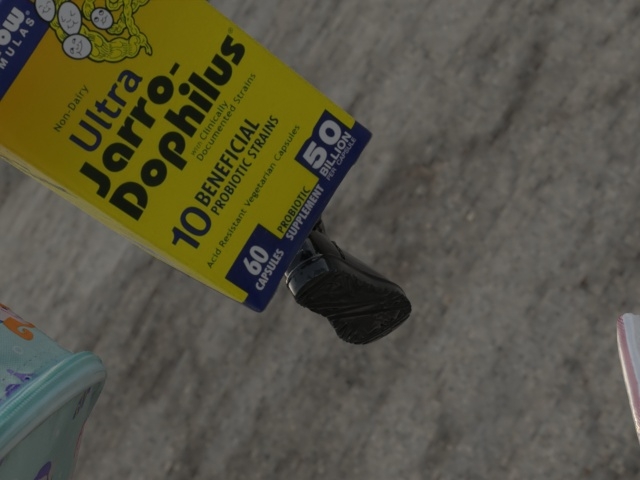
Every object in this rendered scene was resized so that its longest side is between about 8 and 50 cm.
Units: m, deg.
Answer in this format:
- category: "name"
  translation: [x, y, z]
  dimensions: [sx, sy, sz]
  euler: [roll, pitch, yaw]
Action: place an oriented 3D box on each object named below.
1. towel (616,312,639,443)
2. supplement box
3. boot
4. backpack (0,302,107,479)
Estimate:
- category: "towel"
  translation: [0.204, 0.143, 0.756]
  dimensions: [0.029, 0.197, 0.144]
  euler: [-20, 44, 16]
- category: "supplement box"
  translation: [-0.168, -0.120, 1.241]
  dimensions: [0.194, 0.356, 0.195]
  euler: [-59, 33, -6]
- category: "boot"
  translation: [0.000, 0.000, 1.693]
  dimensions: [0.094, 0.246, 0.207]
  euler: [-35, 59, 14]
- category: "backpack"
  translation: [-0.166, 0.130, 0.465]
  dimensions: [0.225, 0.191, 0.253]
  euler: [-47, -14, -55]
